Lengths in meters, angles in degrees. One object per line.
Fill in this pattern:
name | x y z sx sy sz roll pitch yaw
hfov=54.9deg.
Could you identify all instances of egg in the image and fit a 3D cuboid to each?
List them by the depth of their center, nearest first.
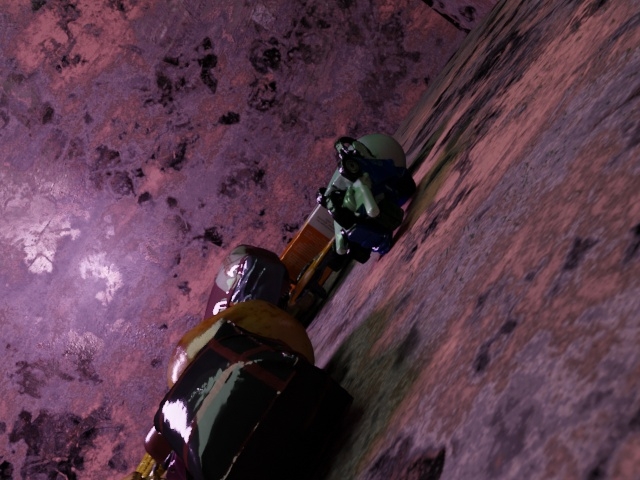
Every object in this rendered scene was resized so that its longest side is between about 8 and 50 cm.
egg | 0.133 -0.184 1.611 0.231 0.168 0.168 -52 2 -37

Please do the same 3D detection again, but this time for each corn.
corn | -0.454 0.654 1.711 0.120 0.120 0.363 -53 7 4

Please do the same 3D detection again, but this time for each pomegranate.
pomegranate | -0.119 0.191 0.897 0.215 0.215 0.215 -53 3 5

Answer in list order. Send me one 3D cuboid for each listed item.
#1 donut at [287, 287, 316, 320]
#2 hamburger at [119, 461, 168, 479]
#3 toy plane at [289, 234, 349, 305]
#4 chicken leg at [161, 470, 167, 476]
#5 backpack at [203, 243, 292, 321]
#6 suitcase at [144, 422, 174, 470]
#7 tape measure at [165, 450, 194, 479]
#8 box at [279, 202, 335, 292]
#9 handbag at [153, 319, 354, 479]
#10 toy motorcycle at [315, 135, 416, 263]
donut | -0.072 0.179 1.647 0.166 0.065 0.108 -52 3 19
hamburger | -0.371 0.549 1.074 0.314 0.170 0.290 -55 1 -3
toy plane | 0.024 0.044 1.508 0.316 0.102 0.204 -63 6 -28
chicken leg | -0.387 0.618 1.493 0.228 0.088 0.103 -49 -9 -30
backpack | -0.184 0.179 1.522 0.283 0.197 0.318 -150 80 -83
suitcase | -0.204 0.321 1.203 0.236 0.161 0.297 -53 4 0
tape measure | -0.173 0.343 0.963 0.074 0.118 0.125 -64 -6 -63
box | 0.000 0.000 1.812 0.341 0.143 0.225 -53 3 -12
handbag | -0.078 0.191 0.692 0.169 0.155 0.215 -58 30 -11
toy motorcycle | 0.100 -0.094 1.235 0.125 0.196 0.331 -52 16 33
